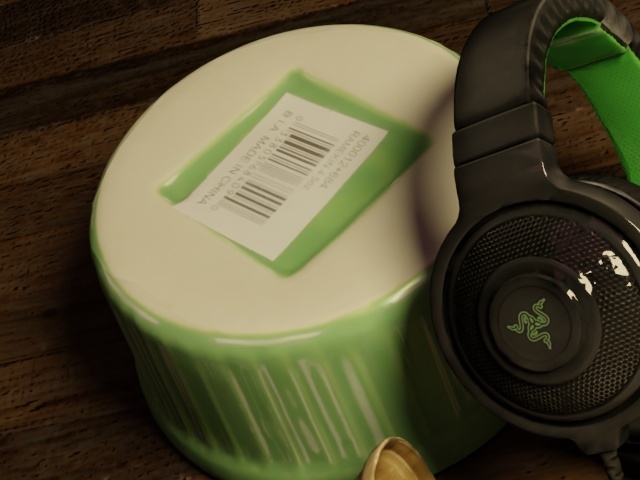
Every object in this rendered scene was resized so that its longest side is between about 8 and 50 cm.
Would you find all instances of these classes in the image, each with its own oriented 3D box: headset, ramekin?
[{"bbox_3d":[0.141,0.058,0.714,0.185,0.243,0.394,-20,63,33],"label":"headset"},{"bbox_3d":[0.000,0.000,0.847,0.303,0.148,0.303,-10,48,12],"label":"ramekin"}]

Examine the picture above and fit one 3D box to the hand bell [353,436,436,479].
[{"bbox_3d":[-0.052,0.201,0.742,0.242,0.126,0.126,-18,46,20],"label":"hand bell"}]
